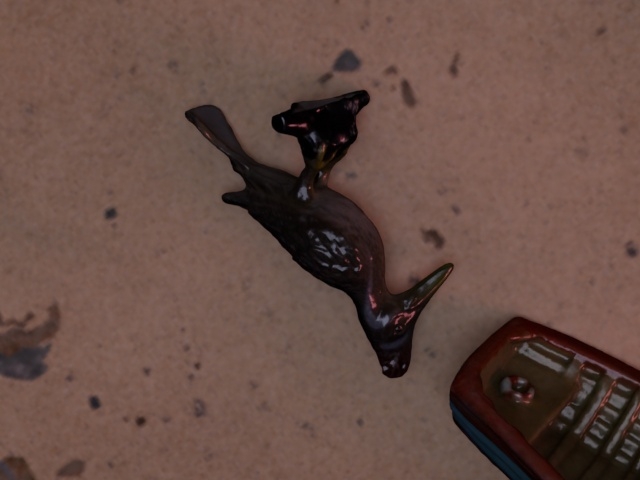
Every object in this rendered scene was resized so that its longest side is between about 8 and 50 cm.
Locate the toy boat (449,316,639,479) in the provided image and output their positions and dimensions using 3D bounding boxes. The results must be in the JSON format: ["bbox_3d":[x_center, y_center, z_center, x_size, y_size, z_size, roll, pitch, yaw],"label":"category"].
[{"bbox_3d":[0.245,0.182,0.990,0.392,0.136,0.079,35,134,15],"label":"toy boat"}]

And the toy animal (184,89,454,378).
[{"bbox_3d":[0.005,-0.009,1.042,0.105,0.070,0.202,-27,98,24],"label":"toy animal"}]
